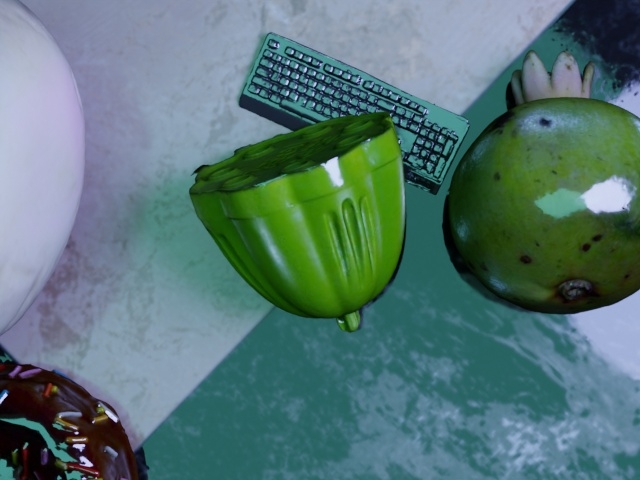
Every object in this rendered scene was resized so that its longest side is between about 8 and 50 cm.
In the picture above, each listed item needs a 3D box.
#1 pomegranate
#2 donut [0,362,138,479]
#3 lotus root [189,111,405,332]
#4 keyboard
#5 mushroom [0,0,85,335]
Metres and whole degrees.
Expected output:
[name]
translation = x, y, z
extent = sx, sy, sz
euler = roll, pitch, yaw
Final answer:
[pomegranate]
translation = 0.195, -0.053, 1.003
extent = 0.187, 0.187, 0.225
euler = 2, 60, 4
[donut]
translation = -0.273, 0.221, 1.056
extent = 0.235, 0.089, 0.235
euler = 0, 89, 5
[lotus root]
translation = 0.000, 0.000, 1.023
extent = 0.186, 0.186, 0.186
euler = 0, 87, 4
[keyboard]
translation = 0.028, -0.112, 1.087
extent = 0.196, 0.015, 0.074
euler = 25, 89, 6
[mushroom]
translation = -0.320, -0.047, 0.992
extent = 0.315, 0.356, 0.315
euler = 3, 82, -23
